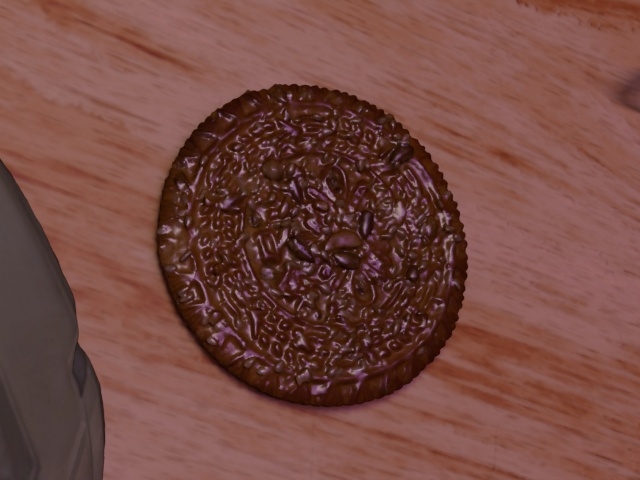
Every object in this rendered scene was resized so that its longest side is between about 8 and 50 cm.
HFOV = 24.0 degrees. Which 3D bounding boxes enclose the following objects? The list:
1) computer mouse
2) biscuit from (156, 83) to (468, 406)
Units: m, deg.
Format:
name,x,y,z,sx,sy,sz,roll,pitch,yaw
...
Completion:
name,x,y,z,sx,sy,sz,roll,pitch,yaw
computer mouse,-0.255,0.125,1.043,0.228,0.145,0.429,-31,122,-40
biscuit,0.000,0.000,1.344,0.305,0.038,0.305,6,74,-23
